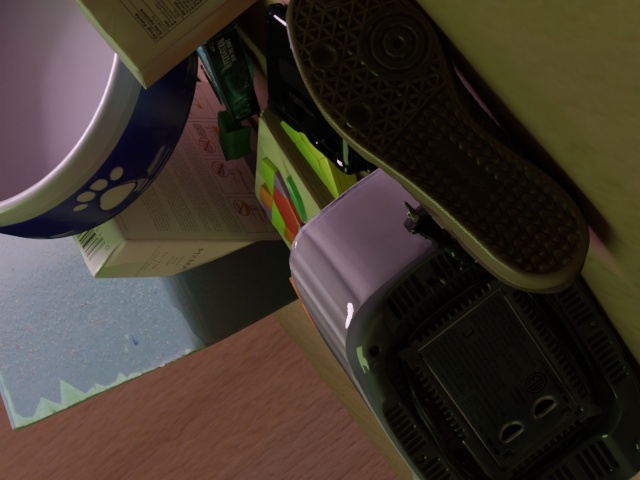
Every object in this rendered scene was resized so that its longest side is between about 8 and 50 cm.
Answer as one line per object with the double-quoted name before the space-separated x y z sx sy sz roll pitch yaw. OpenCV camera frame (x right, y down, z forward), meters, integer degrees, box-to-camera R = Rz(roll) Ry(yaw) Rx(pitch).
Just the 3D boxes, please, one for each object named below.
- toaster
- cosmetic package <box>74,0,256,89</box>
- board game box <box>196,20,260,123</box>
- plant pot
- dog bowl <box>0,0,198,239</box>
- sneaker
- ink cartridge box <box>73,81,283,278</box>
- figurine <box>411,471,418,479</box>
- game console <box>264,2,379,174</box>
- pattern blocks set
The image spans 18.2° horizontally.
"toaster" 0.071 0.050 1.081 0.227 0.129 0.146 53 177 -28
"cosmetic package" -0.066 -0.138 1.032 0.060 0.115 0.041 51 175 10
"board game box" -0.087 -0.163 1.376 0.126 0.026 0.186 62 177 14
"plant pot" -0.174 -0.013 1.797 0.247 0.247 0.252 -26 -89 -56
"dog bowl" -0.228 -0.136 1.529 0.265 0.265 0.104 49 -165 28
"sneaker" 0.051 -0.045 0.941 0.188 0.066 0.071 51 175 12
"ink cartridge box" -0.130 -0.056 1.651 0.224 0.056 0.181 2 -129 -50
"figurine" 0.066 0.095 1.707 0.209 0.092 0.215 59 177 18
"game console" 0.021 -0.084 1.221 0.122 0.071 0.107 -138 41 -56
"pattern blocks set" 0.000 0.000 1.508 0.325 0.026 0.285 53 162 34
